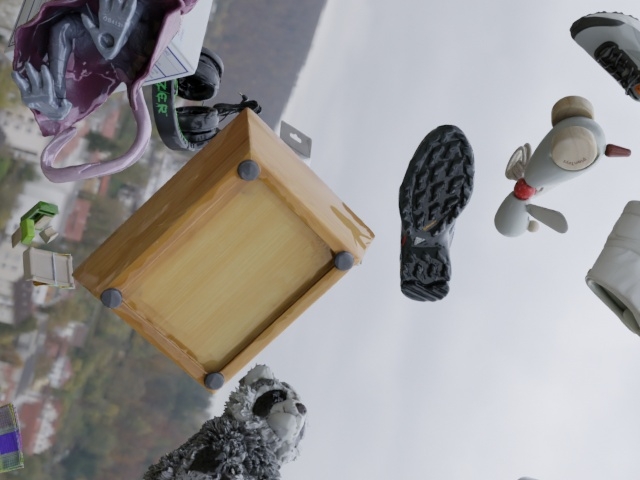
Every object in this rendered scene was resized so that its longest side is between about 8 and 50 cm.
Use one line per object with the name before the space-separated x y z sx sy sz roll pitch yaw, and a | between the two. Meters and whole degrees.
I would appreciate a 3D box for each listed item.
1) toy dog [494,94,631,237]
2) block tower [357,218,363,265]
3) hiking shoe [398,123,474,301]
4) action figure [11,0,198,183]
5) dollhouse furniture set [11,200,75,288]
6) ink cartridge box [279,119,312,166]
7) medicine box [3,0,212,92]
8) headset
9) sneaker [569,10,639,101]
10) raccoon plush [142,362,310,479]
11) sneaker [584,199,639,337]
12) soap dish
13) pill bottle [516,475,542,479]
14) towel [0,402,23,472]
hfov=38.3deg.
toy dog | 0.481 -0.127 1.810 0.334 0.161 0.220 118 -7 -65
block tower | 0.000 0.000 1.636 0.335 0.091 0.097 6 88 -75
hiking shoe | 0.170 -0.055 1.472 0.132 0.113 0.304 -90 -173 -60
action figure | -0.211 -0.271 1.109 0.370 0.248 0.276 -80 163 -61
dollhouse furniture set | -0.427 0.017 1.403 0.058 0.076 0.152 -36 -125 34
ink cartridge box | -0.086 -0.136 1.895 0.115 0.067 0.198 36 -54 40
medicine box | -0.341 -0.392 1.537 0.149 0.289 0.263 52 38 -50
headset | -0.264 -0.321 2.105 0.394 0.185 0.243 -2 95 -80
sneaker | 0.573 -0.321 1.682 0.108 0.271 0.100 -62 -173 -28
raccoon plush | -0.222 0.387 1.664 0.299 0.446 0.216 -67 140 -56
sneaker | 0.514 0.090 1.281 0.169 0.292 0.108 -53 166 -14
soap dish | -0.109 0.026 1.082 0.291 0.229 0.118 -43 -159 7
pill bottle | 0.381 0.412 1.234 0.264 0.153 0.153 8 -100 37
towel | -0.413 0.255 1.179 0.009 0.060 0.083 34 43 -77
